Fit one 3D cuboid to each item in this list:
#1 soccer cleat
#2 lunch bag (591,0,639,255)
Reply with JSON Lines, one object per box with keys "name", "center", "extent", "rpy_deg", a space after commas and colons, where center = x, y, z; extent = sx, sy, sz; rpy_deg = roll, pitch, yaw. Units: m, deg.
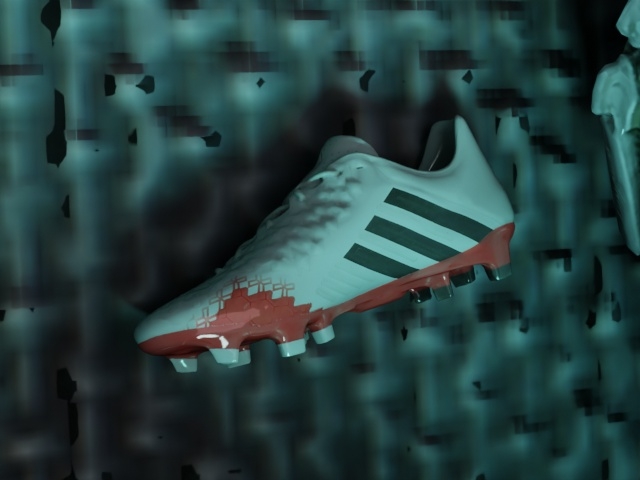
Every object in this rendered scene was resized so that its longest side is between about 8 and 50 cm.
{"name": "soccer cleat", "center": [0.000, 0.000, 0.347], "extent": [0.083, 0.029, 0.036], "rpy_deg": [-18, 90, -30]}
{"name": "lunch bag", "center": [0.184, 0.065, 0.286], "extent": [0.256, 0.305, 0.212], "rpy_deg": [37, 110, -28]}
